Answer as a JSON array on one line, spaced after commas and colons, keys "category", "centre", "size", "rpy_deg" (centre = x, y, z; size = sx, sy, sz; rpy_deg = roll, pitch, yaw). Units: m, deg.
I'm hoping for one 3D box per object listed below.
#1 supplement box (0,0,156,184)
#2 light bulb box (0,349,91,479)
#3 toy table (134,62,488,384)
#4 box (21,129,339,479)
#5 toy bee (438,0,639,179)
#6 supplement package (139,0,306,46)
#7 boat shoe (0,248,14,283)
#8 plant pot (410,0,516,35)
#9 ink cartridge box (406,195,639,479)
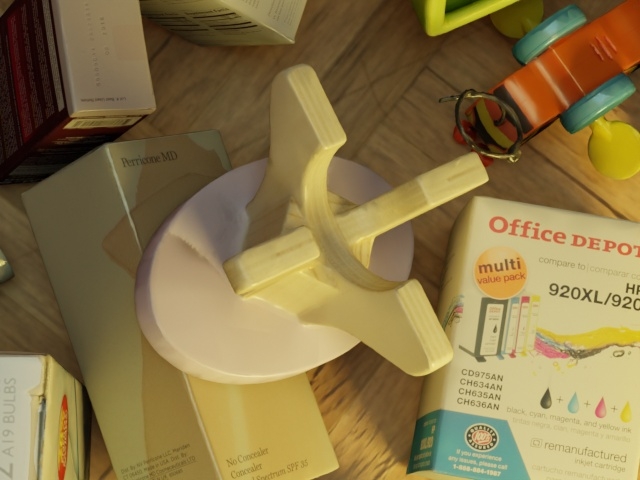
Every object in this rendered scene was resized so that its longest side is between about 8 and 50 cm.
[{"category": "supplement box", "centre": [-0.218, -0.136, 1.422], "size": [0.073, 0.239, 0.130], "rpy_deg": [-5, 81, -28]}, {"category": "light bulb box", "centre": [-0.302, 0.268, 1.299], "size": [0.225, 0.361, 0.358], "rpy_deg": [1, 82, -3]}, {"category": "toy table", "centre": [0.000, 0.000, 1.348], "size": [0.274, 0.161, 0.252], "rpy_deg": [-39, 96, -36]}, {"category": "box", "centre": [-0.118, 0.075, 1.431], "size": [0.148, 0.121, 0.311], "rpy_deg": [-14, 81, -49]}, {"category": "toy bee", "centre": [0.188, -0.138, 1.512], "size": [0.298, 0.162, 0.195], "rpy_deg": [-7, 72, -29]}, {"category": "supplement package", "centre": [-0.111, -0.293, 1.456], "size": [0.203, 0.149, 0.194], "rpy_deg": [25, 77, -38]}, {"category": "boat shoe", "centre": [-0.357, -0.044, 1.482], "size": [0.068, 0.081, 0.228], "rpy_deg": [-36, 88, -12]}, {"category": "plant pot", "centre": [0.145, -0.329, 1.379], "size": [0.227, 0.228, 0.207], "rpy_deg": [-25, 78, -6]}, {"category": "ink cartridge box", "centre": [0.182, 0.097, 1.450], "size": [0.171, 0.168, 0.233], "rpy_deg": [10, 80, -1]}]
